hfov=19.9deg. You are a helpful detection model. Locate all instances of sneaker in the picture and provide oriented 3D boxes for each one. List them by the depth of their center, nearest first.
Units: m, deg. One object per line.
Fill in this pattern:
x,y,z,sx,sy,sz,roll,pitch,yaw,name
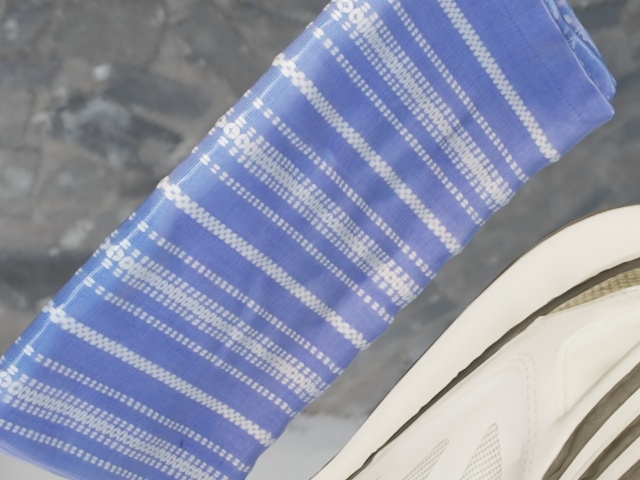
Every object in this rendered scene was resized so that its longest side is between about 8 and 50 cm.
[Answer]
0.002,0.184,0.584,0.169,0.257,0.447,40,102,-7,sneaker

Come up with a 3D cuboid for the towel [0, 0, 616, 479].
0.000,0.000,0.879,0.336,0.040,0.243,-47,152,1,towel
